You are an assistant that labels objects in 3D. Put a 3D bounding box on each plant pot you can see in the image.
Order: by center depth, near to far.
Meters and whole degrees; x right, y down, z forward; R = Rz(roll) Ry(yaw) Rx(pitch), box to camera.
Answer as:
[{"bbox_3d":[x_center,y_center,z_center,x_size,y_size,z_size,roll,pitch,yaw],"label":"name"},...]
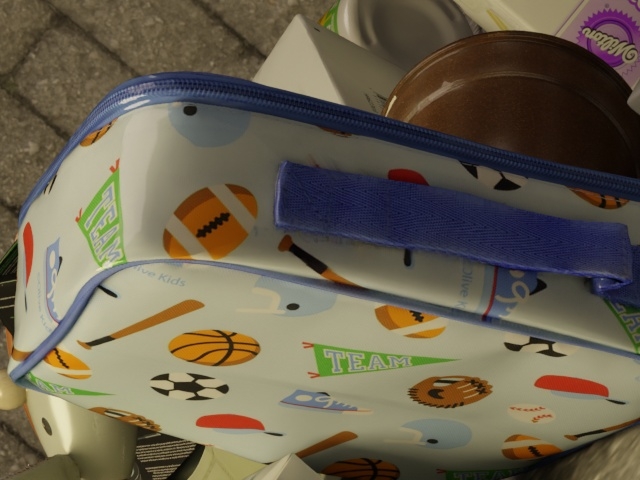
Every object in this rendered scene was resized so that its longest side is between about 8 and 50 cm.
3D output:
[{"bbox_3d":[0.104,-0.010,1.096,0.167,0.167,0.165,-48,14,27],"label":"plant pot"}]

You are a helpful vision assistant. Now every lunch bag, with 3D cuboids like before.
[{"bbox_3d":[0.021,0.024,0.889,0.243,0.303,0.115,137,140,-59],"label":"lunch bag"}]

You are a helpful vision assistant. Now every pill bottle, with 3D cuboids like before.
[{"bbox_3d":[0.024,-0.126,1.770,0.246,0.136,0.136,-43,10,50],"label":"pill bottle"}]

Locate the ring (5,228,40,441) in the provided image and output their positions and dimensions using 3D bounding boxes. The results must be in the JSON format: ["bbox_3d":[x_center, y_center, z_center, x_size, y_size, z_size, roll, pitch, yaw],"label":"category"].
[{"bbox_3d":[-0.148,0.076,1.736,0.032,0.336,0.336,-10,33,38],"label":"ring"}]

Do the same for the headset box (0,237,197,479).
[{"bbox_3d":[-0.110,0.063,1.652,0.131,0.283,0.246,-11,32,37],"label":"headset box"}]

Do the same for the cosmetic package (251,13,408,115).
[{"bbox_3d":[0.000,0.000,1.413,0.224,0.138,0.224,-52,32,20],"label":"cosmetic package"}]

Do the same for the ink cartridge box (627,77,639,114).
[{"bbox_3d":[0.218,-0.073,0.817,0.063,0.109,0.150,-57,9,-30],"label":"ink cartridge box"}]

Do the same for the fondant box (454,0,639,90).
[{"bbox_3d":[0.227,-0.280,1.391,0.330,0.238,0.096,-51,7,-3],"label":"fondant box"}]

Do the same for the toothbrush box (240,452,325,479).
[{"bbox_3d":[-0.082,0.262,0.942,0.283,0.122,0.206,-55,8,-28],"label":"toothbrush box"}]

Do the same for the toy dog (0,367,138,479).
[{"bbox_3d":[-0.189,0.230,1.191,0.220,0.161,0.333,112,154,-52],"label":"toy dog"}]

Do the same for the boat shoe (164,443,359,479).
[{"bbox_3d":[-0.031,0.163,1.233,0.113,0.127,0.340,-23,-28,-36],"label":"boat shoe"}]
